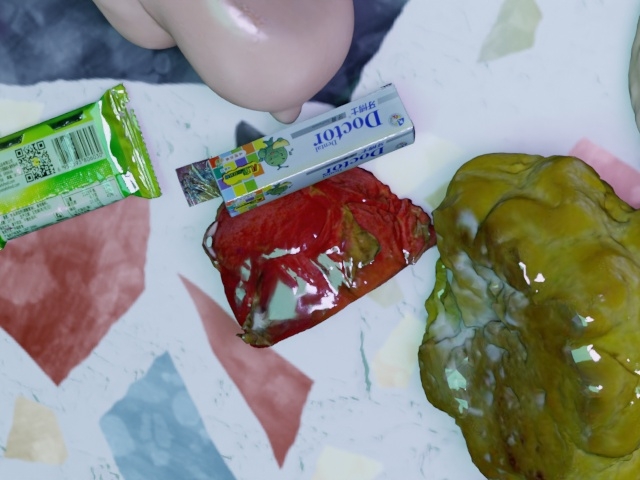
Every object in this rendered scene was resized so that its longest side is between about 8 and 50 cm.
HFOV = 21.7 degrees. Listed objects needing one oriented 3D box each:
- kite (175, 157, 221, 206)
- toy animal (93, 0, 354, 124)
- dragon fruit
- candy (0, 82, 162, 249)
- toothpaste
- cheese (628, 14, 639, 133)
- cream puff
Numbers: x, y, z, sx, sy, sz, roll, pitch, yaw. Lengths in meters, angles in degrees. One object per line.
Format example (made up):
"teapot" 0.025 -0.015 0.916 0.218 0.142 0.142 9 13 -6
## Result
"kite" -0.089 -0.048 1.421 0.078 0.002 0.044 5 105 20
"toy animal" -0.091 -0.201 1.299 0.250 0.154 0.166 34 70 10
"dragon fruit" -0.001 -0.002 1.340 0.161 0.127 0.120 -21 103 24
"candy" -0.229 -0.060 1.454 0.178 0.032 0.102 -19 100 22
"toothpaste" -0.008 -0.072 1.326 0.164 0.034 0.046 -22 67 -3
"cheese" 0.310 -0.091 1.143 0.251 0.248 0.174 32 112 17
"cream puff" 0.193 0.061 1.267 0.282 0.185 0.282 41 142 44
